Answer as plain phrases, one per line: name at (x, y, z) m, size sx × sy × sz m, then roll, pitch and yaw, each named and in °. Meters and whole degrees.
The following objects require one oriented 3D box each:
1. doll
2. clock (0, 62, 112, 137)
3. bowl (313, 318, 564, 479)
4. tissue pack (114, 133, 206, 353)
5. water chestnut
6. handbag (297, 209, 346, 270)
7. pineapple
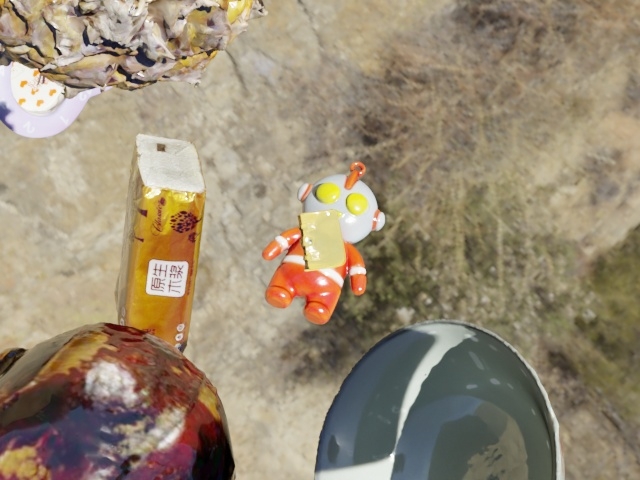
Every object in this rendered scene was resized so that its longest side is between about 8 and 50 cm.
doll at (0.017, -0.010, 1.921) m, size 0.105 × 0.200 × 0.336 m, roll 98°, pitch 15°, yaw -61°
clock at (-0.329, -0.231, 1.253) m, size 0.198 × 0.064 × 0.172 m, roll -43°, pitch 134°, yaw -8°
bowl at (0.167, 0.270, 1.222) m, size 0.157 × 0.337 × 0.337 m, roll 21°, pitch 112°, yaw -45°
tissue pack at (-0.194, 0.007, 1.264) m, size 0.092 × 0.183 × 0.226 m, roll 7°, pitch 114°, yaw -14°
water chestnut at (-0.203, 0.262, 0.997) m, size 0.335 × 0.347 × 0.335 m, roll -55°, pitch -177°, yaw 4°
handbag at (0.000, 0.000, 1.486) m, size 0.061 × 0.083 × 0.027 m, roll -9°, pitch 176°, yaw -19°
pineapple at (-0.123, -0.152, 0.595) m, size 0.225 × 0.076 × 0.225 m, roll -3°, pitch 145°, yaw -2°
